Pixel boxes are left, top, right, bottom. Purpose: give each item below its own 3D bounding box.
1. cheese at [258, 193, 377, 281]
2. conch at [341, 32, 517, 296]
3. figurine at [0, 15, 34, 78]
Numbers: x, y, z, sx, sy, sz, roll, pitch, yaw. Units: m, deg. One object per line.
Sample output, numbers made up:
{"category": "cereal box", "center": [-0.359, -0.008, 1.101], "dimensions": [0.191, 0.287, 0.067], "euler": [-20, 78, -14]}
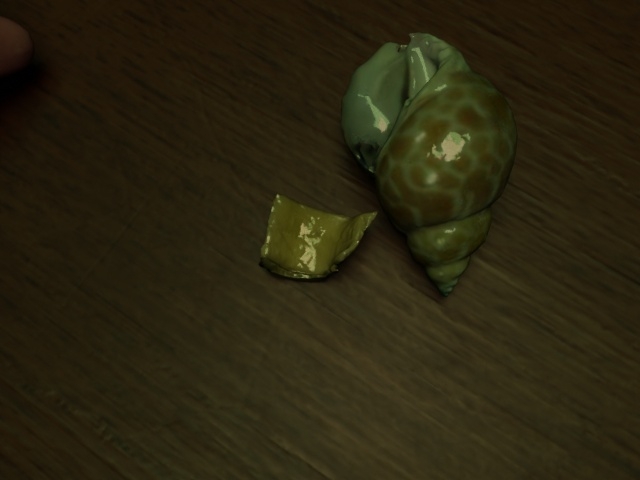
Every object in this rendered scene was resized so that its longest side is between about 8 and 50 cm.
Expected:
{"category": "cheese", "center": [0.001, 0.001, 0.449], "dimensions": [0.083, 0.041, 0.060], "euler": [4, 67, 21]}
{"category": "conch", "center": [0.085, -0.070, 0.435], "dimensions": [0.116, 0.106, 0.173], "euler": [-32, 60, 3]}
{"category": "figurine", "center": [-0.341, -0.167, 0.457], "dimensions": [0.173, 0.173, 0.174], "euler": [-1, 74, 4]}
